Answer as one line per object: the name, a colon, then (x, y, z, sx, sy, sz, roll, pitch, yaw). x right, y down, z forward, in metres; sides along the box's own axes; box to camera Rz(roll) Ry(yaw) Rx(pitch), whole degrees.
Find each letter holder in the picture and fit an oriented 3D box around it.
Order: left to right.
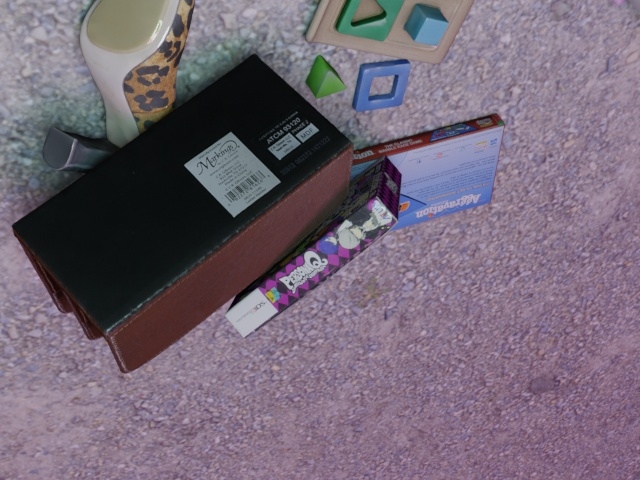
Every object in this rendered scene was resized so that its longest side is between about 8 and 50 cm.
letter holder: (-0.128, -0.006, 1.032, 0.302, 0.152, 0.214, -39, 159, -19)

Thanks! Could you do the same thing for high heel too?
high heel: (-0.160, -0.174, 1.005, 0.261, 0.093, 0.186, -57, 158, 13)

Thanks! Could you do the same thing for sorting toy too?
sorting toy: (0.100, -0.269, 1.053, 0.196, 0.047, 0.347, 1, 133, -31)

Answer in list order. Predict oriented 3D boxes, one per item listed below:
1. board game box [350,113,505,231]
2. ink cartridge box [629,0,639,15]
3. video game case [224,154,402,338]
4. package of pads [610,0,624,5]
board game box: (0.101, -0.071, 1.287, 0.281, 0.027, 0.145, -16, 138, -15)
ink cartridge box: (0.494, -0.308, 1.120, 0.232, 0.168, 0.171, -50, 138, 10)
video game case: (0.000, 0.000, 1.128, 0.210, 0.232, 0.042, -38, 99, 15)
package of pads: (0.354, -0.319, 1.159, 0.050, 0.032, 0.083, -35, 141, 2)
